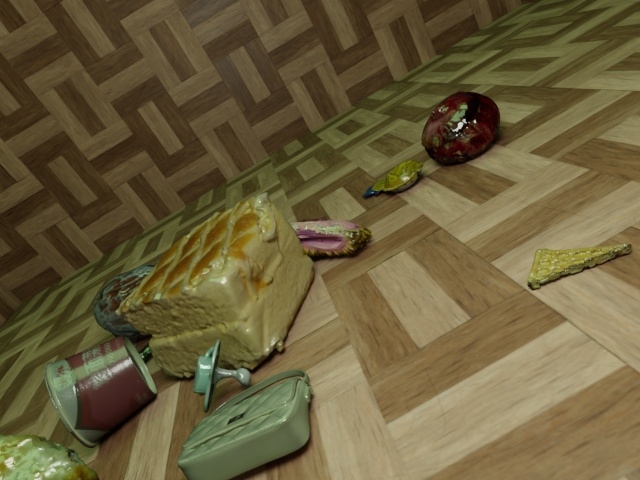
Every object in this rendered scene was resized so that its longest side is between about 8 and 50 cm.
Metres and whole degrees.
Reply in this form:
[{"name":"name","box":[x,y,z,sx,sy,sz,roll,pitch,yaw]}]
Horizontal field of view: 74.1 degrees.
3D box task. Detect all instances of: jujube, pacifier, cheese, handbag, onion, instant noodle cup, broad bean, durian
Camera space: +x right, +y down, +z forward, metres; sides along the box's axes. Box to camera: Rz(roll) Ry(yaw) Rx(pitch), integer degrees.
[{"name":"jujube","box":[-0.592,0.196,1.421,0.308,0.215,0.246,-30,25,0]},{"name":"pacifier","box":[-0.206,0.287,0.903,0.117,0.150,0.127,8,-3,-9]},{"name":"cheese","box":[0.242,-0.199,1.402,0.250,0.064,0.156,-19,24,47]},{"name":"handbag","box":[-0.132,0.331,0.800,0.256,0.079,0.219,-27,12,6]},{"name":"onion","box":[0.431,-0.357,1.332,0.246,0.190,0.246,-40,26,24]},{"name":"instant noodle cup","box":[-0.533,0.356,1.055,0.178,0.234,0.235,-30,22,-20]},{"name":"broad bean","box":[-0.493,0.316,1.293,0.227,0.039,0.069,-36,30,-12]},{"name":"durian","box":[0.001,-0.001,1.252,0.341,0.112,0.191,-1,6,27]}]

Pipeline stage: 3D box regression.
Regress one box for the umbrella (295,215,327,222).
[{"name":"umbrella","box":[-0.041,-0.068,1.526,0.165,0.025,0.027,-6,12,41]}]

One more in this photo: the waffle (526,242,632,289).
[{"name":"waffle","box":[0.448,0.046,0.736,0.153,0.023,0.097,-7,35,42]}]

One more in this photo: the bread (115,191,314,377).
[{"name":"bread","box":[-0.250,0.120,1.104,0.371,0.279,0.390,-18,29,31]}]

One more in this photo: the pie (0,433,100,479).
[{"name":"pie","box":[-0.411,0.469,0.514,0.418,0.180,0.395,21,42,11]}]
